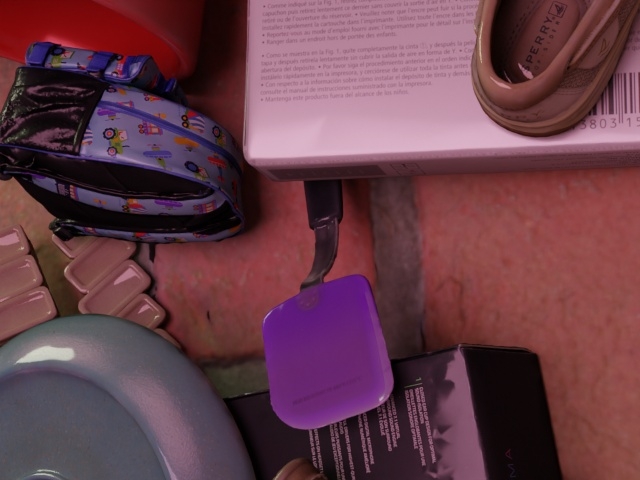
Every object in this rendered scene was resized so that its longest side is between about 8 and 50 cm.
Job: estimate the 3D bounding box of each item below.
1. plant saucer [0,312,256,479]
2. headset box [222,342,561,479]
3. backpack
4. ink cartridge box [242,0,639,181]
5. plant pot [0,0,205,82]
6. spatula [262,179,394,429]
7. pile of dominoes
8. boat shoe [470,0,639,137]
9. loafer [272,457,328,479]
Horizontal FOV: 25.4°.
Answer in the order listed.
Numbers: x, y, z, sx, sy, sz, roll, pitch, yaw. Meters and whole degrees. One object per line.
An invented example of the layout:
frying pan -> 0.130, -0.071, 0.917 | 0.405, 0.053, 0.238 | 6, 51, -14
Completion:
plant saucer -> -0.175, 0.207, 0.959 | 0.318, 0.044, 0.317 | -3, 84, 34
headset box -> 0.032, 0.211, 0.934 | 0.283, 0.131, 0.246 | -17, 76, 27
backpack -> -0.135, -0.065, 1.048 | 0.173, 0.158, 0.116 | 8, 71, 16
ink cartridge box -> 0.101, -0.176, 0.934 | 0.296, 0.066, 0.261 | -1, 81, 14
plant pot -> -0.193, -0.275, 1.051 | 0.275, 0.275, 0.243 | 11, 80, 30
spatula -> 0.000, 0.000, 0.956 | 0.084, 0.030, 0.296 | -23, 40, 19
pile of dominoes -> -0.206, 0.104, 1.104 | 0.196, 0.040, 0.251 | -23, 70, -7
boat shoe -> 0.168, -0.211, 0.837 | 0.109, 0.098, 0.302 | 23, 87, 16
loafer -> -0.009, 0.205, 0.853 | 0.050, 0.056, 0.148 | 8, 97, 29
